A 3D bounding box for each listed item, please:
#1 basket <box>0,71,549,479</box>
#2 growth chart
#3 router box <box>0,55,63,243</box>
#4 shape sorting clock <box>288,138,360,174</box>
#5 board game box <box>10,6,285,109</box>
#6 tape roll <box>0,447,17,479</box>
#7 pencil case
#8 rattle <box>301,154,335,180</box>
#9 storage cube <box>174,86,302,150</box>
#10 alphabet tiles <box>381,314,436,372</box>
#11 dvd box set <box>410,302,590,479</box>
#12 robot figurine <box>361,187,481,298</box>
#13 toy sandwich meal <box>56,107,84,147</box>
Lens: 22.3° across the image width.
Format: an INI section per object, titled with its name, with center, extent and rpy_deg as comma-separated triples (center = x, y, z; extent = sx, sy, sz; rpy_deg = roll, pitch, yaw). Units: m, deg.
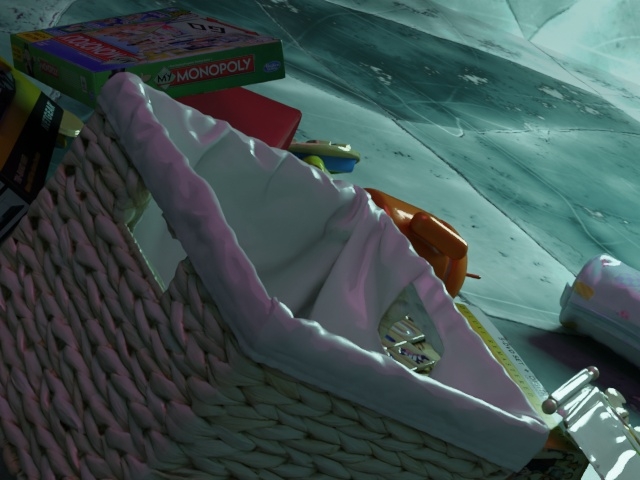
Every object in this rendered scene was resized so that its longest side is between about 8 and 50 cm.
[basket]
center = -0.062, 0.100, 1.277
extent = 0.331, 0.266, 0.328
rpy_deg = 25, 21, -42
[growth chart]
center = 0.318, 0.238, 1.683
extent = 0.172, 0.021, 0.237
rpy_deg = -6, 60, -57
[router box]
center = -0.410, -0.147, 1.784
extent = 0.243, 0.081, 0.309
rpy_deg = 41, 15, -19
[shape sorting clock]
center = -0.051, -0.110, 2.112
extent = 0.206, 0.040, 0.206
rpy_deg = 2, -3, 0
[board game box]
center = -0.200, -0.207, 1.810
extent = 0.213, 0.046, 0.317
rpy_deg = -12, 19, -24
[tape roll]
center = -0.398, 0.101, 1.326
extent = 0.392, 0.072, 0.392
rpy_deg = 20, 22, -8
[pencil case]
center = 0.440, 0.126, 2.077
extent = 0.273, 0.113, 0.124
rpy_deg = 33, 43, 24
[rattle]
center = 0.000, 0.000, 2.049
extent = 0.130, 0.143, 0.200
rpy_deg = 45, -4, 47
[storage cube]
center = -0.146, -0.078, 1.861
extent = 0.215, 0.184, 0.193
rpy_deg = 21, 20, 1
[alphabet tiles]
center = 0.026, 0.085, 1.717
extent = 0.198, 0.009, 0.237
rpy_deg = 34, 24, 26
[dvd box set]
center = 0.045, 0.135, 1.714
extent = 0.420, 0.062, 0.307
rpy_deg = 12, 24, -26
[robot figurine]
center = 0.087, 0.016, 1.919
extent = 0.219, 0.158, 0.128
rpy_deg = 23, 25, -37
[toy sandwich meal]
center = -0.337, -0.145, 2.049
extent = 0.085, 0.029, 0.085
rpy_deg = 25, 20, -10
